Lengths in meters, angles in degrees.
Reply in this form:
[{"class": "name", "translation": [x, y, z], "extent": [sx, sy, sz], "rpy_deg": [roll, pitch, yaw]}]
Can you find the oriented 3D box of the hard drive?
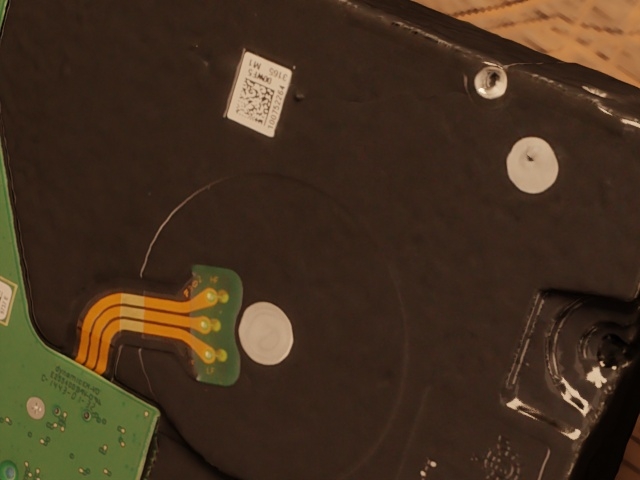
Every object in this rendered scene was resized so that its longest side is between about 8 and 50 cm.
[{"class": "hard drive", "translation": [-0.045, 0.009, 0.646], "extent": [0.339, 0.064, 0.237], "rpy_deg": [25, 108, 26]}]
